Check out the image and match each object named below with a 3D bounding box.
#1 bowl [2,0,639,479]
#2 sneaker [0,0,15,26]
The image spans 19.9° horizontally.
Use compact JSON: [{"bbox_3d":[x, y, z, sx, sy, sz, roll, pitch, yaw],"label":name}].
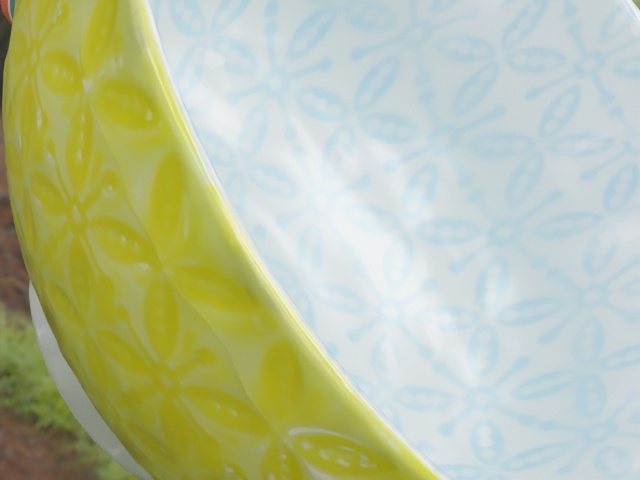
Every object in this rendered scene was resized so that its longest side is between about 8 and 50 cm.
[{"bbox_3d":[0.000,0.000,0.577,0.289,0.156,0.289,31,42,-33],"label":"bowl"},{"bbox_3d":[-0.114,-0.164,0.916,0.057,0.161,0.075,-3,32,-38],"label":"sneaker"}]
